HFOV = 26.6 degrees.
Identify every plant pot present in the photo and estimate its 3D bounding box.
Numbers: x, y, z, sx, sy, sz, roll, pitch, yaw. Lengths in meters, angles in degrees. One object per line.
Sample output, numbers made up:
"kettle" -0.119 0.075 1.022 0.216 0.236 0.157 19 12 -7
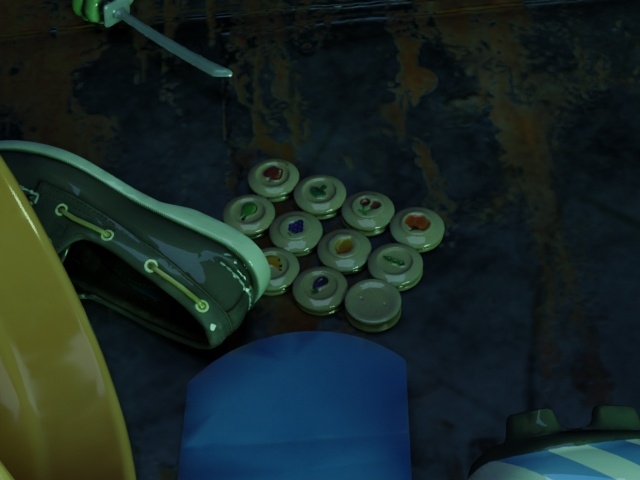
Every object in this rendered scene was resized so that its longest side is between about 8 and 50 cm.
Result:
"plant pot" -0.248 0.074 0.701 0.203 0.291 0.291 -26 50 3

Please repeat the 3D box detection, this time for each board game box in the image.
"board game box" -0.013 0.126 0.785 0.133 0.033 0.169 -5 43 5

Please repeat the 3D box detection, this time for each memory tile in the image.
"memory tile" 0.000 0.000 0.907 0.148 0.012 0.113 19 53 18

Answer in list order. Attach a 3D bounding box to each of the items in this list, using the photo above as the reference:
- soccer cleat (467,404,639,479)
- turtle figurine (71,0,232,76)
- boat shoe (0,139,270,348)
"soccer cleat" 0.241 0.156 0.708 0.331 0.116 0.143 -6 64 0
"turtle figurine" -0.192 -0.276 1.041 0.266 0.198 0.275 -2 45 6
"boat shoe" -0.147 0.002 0.867 0.227 0.081 0.069 20 48 16
